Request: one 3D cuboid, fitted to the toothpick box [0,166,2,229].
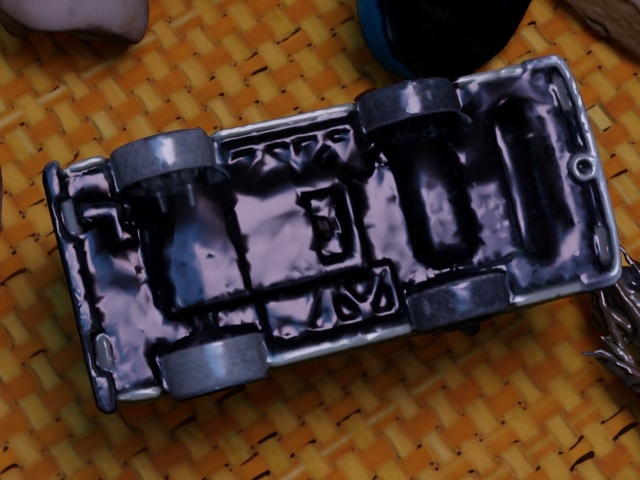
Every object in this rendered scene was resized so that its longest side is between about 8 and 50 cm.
[{"bbox_3d":[-0.250,-0.002,0.975,0.149,0.098,0.098,6,68,-4],"label":"toothpick box"}]

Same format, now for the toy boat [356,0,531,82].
[{"bbox_3d":[0.083,-0.229,1.108,0.092,0.134,0.299,10,64,39],"label":"toy boat"}]

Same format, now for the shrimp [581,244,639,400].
[{"bbox_3d":[0.186,0.138,0.989,0.169,0.058,0.296,-32,78,-14],"label":"shrimp"}]

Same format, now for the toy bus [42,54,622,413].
[{"bbox_3d":[0.000,0.000,0.964,0.276,0.165,0.134,-12,85,-11],"label":"toy bus"}]

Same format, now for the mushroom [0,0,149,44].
[{"bbox_3d":[-0.125,-0.220,1.026,0.243,0.243,0.243,2,68,-5],"label":"mushroom"}]

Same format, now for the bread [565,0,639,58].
[{"bbox_3d":[0.291,-0.197,1.101,0.239,0.111,0.246,35,68,7],"label":"bread"}]
